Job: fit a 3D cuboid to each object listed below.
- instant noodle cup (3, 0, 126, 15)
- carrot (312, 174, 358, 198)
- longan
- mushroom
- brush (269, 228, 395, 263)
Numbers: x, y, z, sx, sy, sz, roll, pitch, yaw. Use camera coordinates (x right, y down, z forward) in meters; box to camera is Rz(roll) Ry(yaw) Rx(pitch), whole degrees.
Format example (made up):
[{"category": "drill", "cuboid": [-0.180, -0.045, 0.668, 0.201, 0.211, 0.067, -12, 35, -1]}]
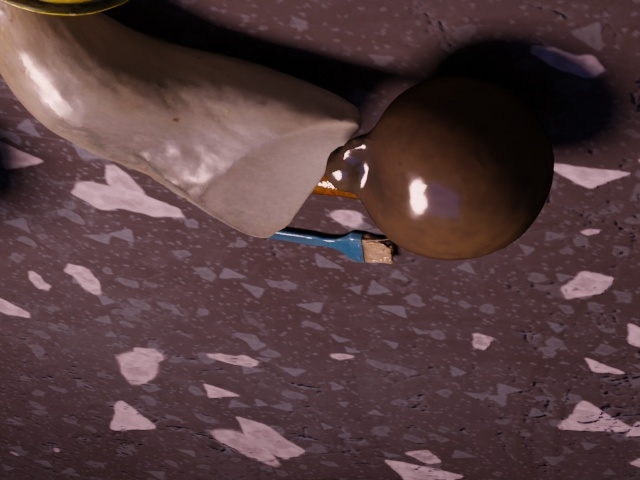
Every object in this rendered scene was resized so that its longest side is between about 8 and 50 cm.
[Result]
[{"category": "instant noodle cup", "cuboid": [-0.192, -0.284, 1.337, 0.182, 0.182, 0.144, 17, 143, -6]}, {"category": "carrot", "cuboid": [0.001, -0.062, 1.791, 0.170, 0.042, 0.042, 4, 151, 23]}, {"category": "longan", "cuboid": [0.106, -0.066, 1.593, 0.204, 0.159, 0.185, 0, 146, 4]}, {"category": "mushroom", "cuboid": [-0.173, -0.150, 1.621, 0.397, 0.126, 0.177, 24, 131, -19]}, {"category": "brush", "cuboid": [0.000, 0.000, 1.935, 0.164, 0.014, 0.051, 9, 151, 11]}]
